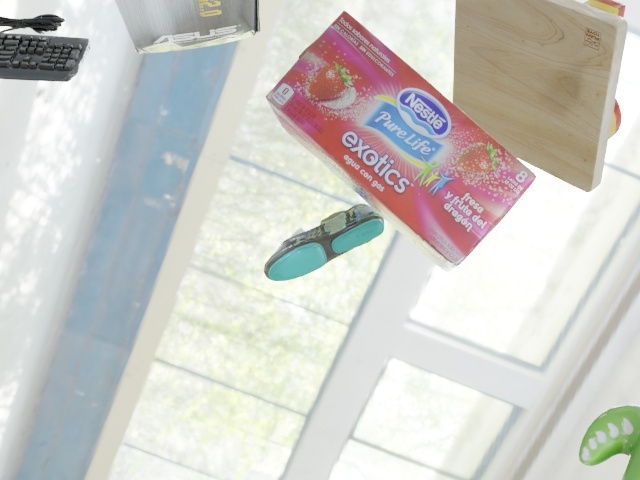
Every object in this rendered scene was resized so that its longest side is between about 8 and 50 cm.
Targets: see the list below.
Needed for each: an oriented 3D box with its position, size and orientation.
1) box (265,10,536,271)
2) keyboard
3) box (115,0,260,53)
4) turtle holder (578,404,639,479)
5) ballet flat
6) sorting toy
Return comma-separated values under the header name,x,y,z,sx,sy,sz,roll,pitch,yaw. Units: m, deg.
name,x,y,z,sx,sy,sz,roll,pitch,yaw
box,0.080,-0.096,0.895,0.123,0.257,0.128,-48,173,-1
keyboard,-0.521,-0.314,1.362,0.202,0.317,0.033,-86,180,-50
box,-0.068,-0.204,0.291,0.183,0.056,0.231,117,-39,-81
turtle holder,0.353,0.196,0.630,0.227,0.243,0.320,29,-83,56
ballet flat,0.000,0.000,1.241,0.070,0.188,0.070,158,-90,-81
sorting toy,0.310,-0.237,1.203,0.089,0.257,0.255,-32,138,-27
